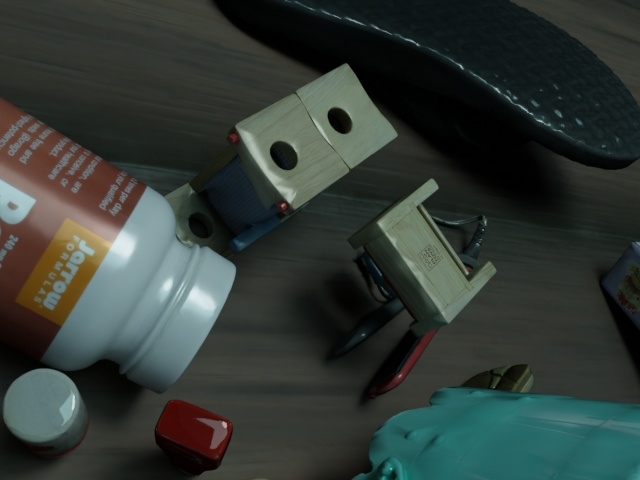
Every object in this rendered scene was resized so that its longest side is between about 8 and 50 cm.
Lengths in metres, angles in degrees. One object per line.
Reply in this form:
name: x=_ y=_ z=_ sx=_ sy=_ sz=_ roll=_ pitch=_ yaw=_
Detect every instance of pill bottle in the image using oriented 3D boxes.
pill bottle: x=-0.164 y=-0.001 z=0.463 sx=0.216 sy=0.121 sz=0.121 roll=31 pitch=49 yaw=-13

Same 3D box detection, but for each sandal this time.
sandal: x=0.107 y=-0.181 z=0.785 sx=0.446 sy=0.107 sz=0.167 roll=24 pitch=52 yaw=-4
sandal: x=0.113 y=0.150 z=0.599 sx=0.180 sy=0.072 sz=0.049 roll=-29 pitch=102 yaw=-46

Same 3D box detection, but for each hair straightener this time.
hair straightener: x=0.077 y=0.027 z=0.655 sx=0.089 sy=0.047 sz=0.230 roll=47 pitch=47 yaw=0

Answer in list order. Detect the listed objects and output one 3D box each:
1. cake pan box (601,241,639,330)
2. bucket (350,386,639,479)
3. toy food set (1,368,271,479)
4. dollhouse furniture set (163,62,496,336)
cake pan box: x=0.444 y=0.114 z=0.777 sx=0.246 sy=0.070 sz=0.266 roll=1 pitch=41 yaw=-32
bucket: x=0.157 y=0.217 z=0.451 sx=0.281 sy=0.183 sz=0.281 roll=6 pitch=78 yaw=-30
toy food set: x=-0.102 y=0.151 z=0.450 sx=0.232 sy=0.104 sz=0.111 roll=20 pitch=65 yaw=0
dollhouse furniture set: x=0.000 y=0.000 z=0.571 sx=0.129 sy=0.129 sz=0.183 roll=-38 pitch=93 yaw=-42
